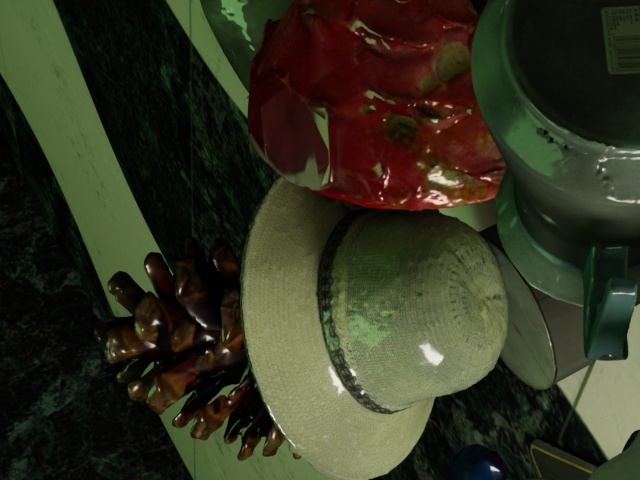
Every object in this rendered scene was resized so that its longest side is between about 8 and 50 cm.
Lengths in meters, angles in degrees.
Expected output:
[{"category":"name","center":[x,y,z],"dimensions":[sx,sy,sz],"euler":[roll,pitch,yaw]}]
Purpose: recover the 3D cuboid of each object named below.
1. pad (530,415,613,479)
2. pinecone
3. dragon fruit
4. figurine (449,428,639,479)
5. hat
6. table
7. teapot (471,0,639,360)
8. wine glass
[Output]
[{"category":"pad","center":[0.250,0.279,1.551],"dimensions":[0.315,0.063,0.375],"euler":[68,163,-14]},{"category":"pinecone","center":[-0.075,0.101,1.957],"dimensions":[0.244,0.309,0.244],"euler":[-172,90,-86]},{"category":"dragon fruit","center":[0.040,-0.115,1.427],"dimensions":[0.262,0.189,0.163],"euler":[32,164,34]},{"category":"figurine","center":[0.215,0.145,1.173],"dimensions":[0.283,0.338,0.204],"euler":[17,-115,-55]},{"category":"hat","center":[0.068,0.052,1.454],"dimensions":[0.130,0.257,0.257],"euler":[-9,111,35]},{"category":"table","center":[0.162,0.048,1.510],"dimensions":[0.133,0.043,0.133],"euler":[55,161,29]},{"category":"teapot","center":[0.170,-0.047,1.113],"dimensions":[0.225,0.171,0.203],"euler":[84,-171,-64]},{"category":"wine glass","center":[-0.053,-0.246,1.597],"dimensions":[0.126,0.126,0.241],"euler":[22,136,67]}]
